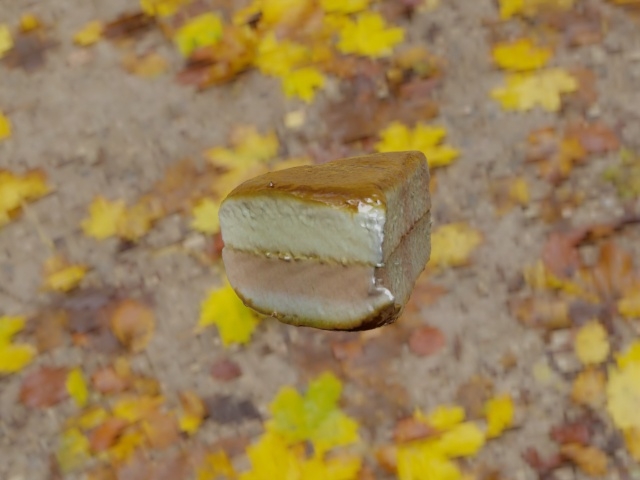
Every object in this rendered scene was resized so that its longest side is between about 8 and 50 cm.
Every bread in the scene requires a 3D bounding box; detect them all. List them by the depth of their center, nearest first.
[{"bbox_3d":[0.000,0.000,0.542,0.062,0.043,0.109,-6,10,8],"label":"bread"}]
